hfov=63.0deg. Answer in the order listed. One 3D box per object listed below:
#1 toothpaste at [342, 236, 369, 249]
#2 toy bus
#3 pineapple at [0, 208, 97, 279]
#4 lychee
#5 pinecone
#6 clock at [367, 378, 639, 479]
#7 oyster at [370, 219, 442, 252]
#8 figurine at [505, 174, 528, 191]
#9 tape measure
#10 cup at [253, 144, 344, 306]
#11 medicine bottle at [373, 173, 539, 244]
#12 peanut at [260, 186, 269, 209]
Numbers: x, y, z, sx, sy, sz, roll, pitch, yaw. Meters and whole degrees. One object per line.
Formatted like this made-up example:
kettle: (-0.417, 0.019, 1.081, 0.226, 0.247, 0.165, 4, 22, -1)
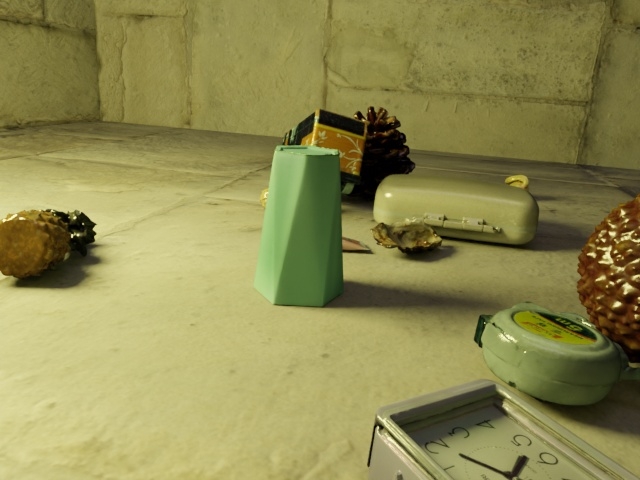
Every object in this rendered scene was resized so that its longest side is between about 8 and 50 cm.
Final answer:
toothpaste: (0.000, 0.000, 1.076, 0.195, 0.042, 0.067, 7, 13, -11)
toy bus: (-0.008, -0.226, 1.423, 0.162, 0.194, 0.323, 11, -4, -19)
pineapple: (-0.463, -0.008, 0.897, 0.119, 0.111, 0.237, 35, 6, -7)
lychee: (0.455, 0.055, 0.683, 0.271, 0.271, 0.271, 4, 17, -1)
pinecone: (0.156, -0.248, 1.553, 0.244, 0.309, 0.244, -9, 38, 8)
clock: (0.142, 0.195, 0.403, 0.145, 0.073, 0.193, -5, 19, -29)
oyster: (0.186, -0.003, 1.095, 0.177, 0.056, 0.105, -13, 31, -42)
figurine: (0.618, -0.177, 1.743, 0.083, 0.083, 0.187, -4, 9, -25)
tape measure: (0.316, 0.155, 0.552, 0.164, 0.084, 0.330, -9, 21, -31)
cup: (-0.028, -0.027, 0.821, 0.134, 0.235, 0.148, -9, 23, -33)
medicine bottle: (0.324, -0.085, 1.275, 0.375, 0.123, 0.282, 7, 15, 12)
peanut: (-0.070, -0.103, 1.340, 0.175, 0.080, 0.080, 3, 17, -16)
